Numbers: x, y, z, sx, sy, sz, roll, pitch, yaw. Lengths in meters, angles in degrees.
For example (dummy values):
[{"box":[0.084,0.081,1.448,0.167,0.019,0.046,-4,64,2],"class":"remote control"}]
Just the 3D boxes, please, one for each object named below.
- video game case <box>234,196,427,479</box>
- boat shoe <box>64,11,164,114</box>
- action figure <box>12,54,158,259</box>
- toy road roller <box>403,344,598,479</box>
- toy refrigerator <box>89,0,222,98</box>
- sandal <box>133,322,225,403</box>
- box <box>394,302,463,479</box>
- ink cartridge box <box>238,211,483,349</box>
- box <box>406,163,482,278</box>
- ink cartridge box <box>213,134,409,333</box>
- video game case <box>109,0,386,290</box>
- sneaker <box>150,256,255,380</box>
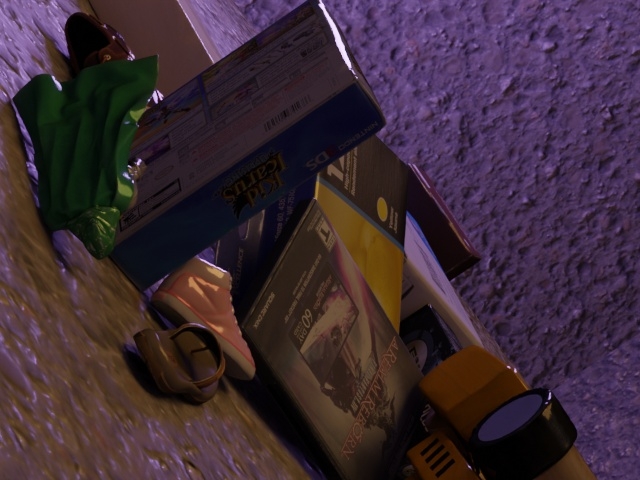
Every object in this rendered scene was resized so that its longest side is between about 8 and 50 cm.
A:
[{"box":[0.016,0.122,1.652,0.274,0.026,0.196,57,40,-27],"class":"video game case"},{"box":[-0.224,-0.170,1.723,0.073,0.073,0.207,47,5,-41],"class":"boat shoe"},{"box":[-0.192,-0.065,1.381,0.232,0.137,0.063,-101,169,-51],"class":"action figure"},{"box":[0.153,0.265,1.634,0.202,0.240,0.329,56,-2,-11],"class":"toy road roller"},{"box":[-0.211,-0.272,2.091,0.269,0.102,0.094,59,9,28],"class":"toy refrigerator"},{"box":[-0.109,0.095,1.374,0.072,0.049,0.180,58,4,10],"class":"sandal"},{"box":[0.122,0.193,2.007,0.077,0.147,0.180,48,12,-46],"class":"box"},{"box":[0.015,-0.009,2.121,0.395,0.166,0.285,49,11,-41],"class":"ink cartridge box"},{"box":[0.108,0.013,2.463,0.168,0.203,0.167,57,8,9],"class":"box"},{"box":[0.000,0.000,1.749,0.307,0.072,0.304,39,52,-56],"class":"ink cartridge box"},{"box":[-0.081,-0.097,1.536,0.061,0.269,0.244,53,9,-27],"class":"video game case"},{"box":[-0.092,0.067,1.493,0.051,0.070,0.134,1,-38,47],"class":"sneaker"}]
